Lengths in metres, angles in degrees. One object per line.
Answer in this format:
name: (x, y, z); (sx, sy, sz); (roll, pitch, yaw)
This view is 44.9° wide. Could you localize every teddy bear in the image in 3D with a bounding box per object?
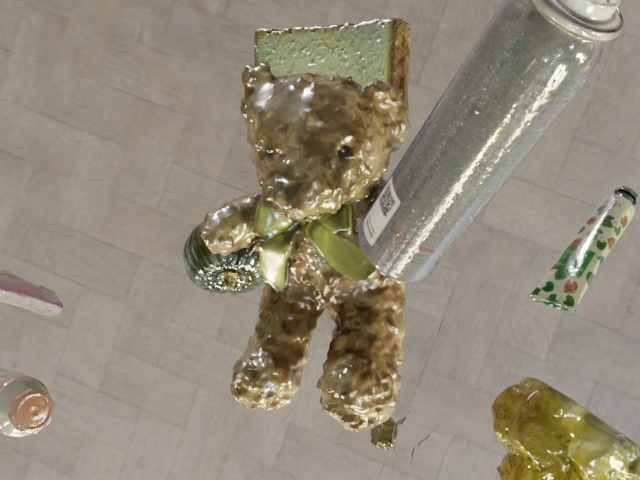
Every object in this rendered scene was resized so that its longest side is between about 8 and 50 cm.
teddy bear: (-0.003, 0.008, 0.732); (0.246, 0.222, 0.296); (5, 67, 24)

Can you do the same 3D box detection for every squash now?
squash: (-0.207, 0.034, 1.771); (0.218, 0.218, 0.173); (-10, 79, 12)

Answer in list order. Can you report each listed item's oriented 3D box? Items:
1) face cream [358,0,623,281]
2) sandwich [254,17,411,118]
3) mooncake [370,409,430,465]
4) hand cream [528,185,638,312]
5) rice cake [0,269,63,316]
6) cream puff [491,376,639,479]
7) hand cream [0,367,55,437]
face cream: (0.113, -0.078, 0.539); (0.073, 0.073, 0.283); (37, 136, 6)
sandwich: (0.018, -0.249, 1.331); (0.273, 0.095, 0.249); (0, 82, 21)
mooncake: (0.113, 0.291, 1.138); (0.057, 0.347, 0.150); (5, 60, -1)
hand cream: (0.478, 0.014, 1.378); (0.095, 0.059, 0.276); (18, 62, 48)
rice cake: (-0.467, 0.083, 1.203); (0.036, 0.207, 0.047); (-43, 71, -2)
cream puff: (0.432, 0.420, 1.400); (0.324, 0.291, 0.257); (34, 85, -14)
hand cream: (-0.269, 0.117, 0.610); (0.209, 0.043, 0.067); (-1, 128, 48)
